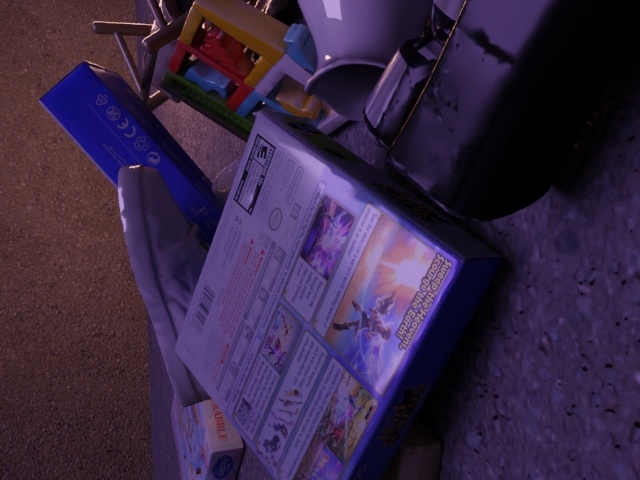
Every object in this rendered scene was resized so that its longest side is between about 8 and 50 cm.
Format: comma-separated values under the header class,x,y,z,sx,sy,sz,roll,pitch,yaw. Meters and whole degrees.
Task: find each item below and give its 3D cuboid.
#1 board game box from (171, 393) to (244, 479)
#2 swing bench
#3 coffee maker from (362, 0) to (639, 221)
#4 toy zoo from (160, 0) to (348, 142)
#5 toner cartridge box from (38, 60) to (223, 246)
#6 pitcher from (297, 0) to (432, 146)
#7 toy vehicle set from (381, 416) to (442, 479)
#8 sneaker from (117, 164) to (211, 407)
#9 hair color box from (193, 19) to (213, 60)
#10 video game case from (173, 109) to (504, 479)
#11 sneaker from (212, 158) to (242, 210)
class,x,y,z,sx,sy,sz,roll,pitch,yaw
board game box,-0.243,0.386,1.306,0.319,0.066,0.318,-114,32,-45
swing bench,-0.171,-0.320,0.907,0.165,0.254,0.253,66,158,0
coffee maker,0.112,-0.098,0.332,0.171,0.120,0.178,-112,30,-41
toy zoo,-0.070,-0.176,0.709,0.030,0.192,0.293,-63,16,-15
toner cartridge box,-0.190,-0.064,0.822,0.348,0.075,0.165,50,-178,-11
pitcher,0.042,-0.194,0.524,0.178,0.125,0.207,47,-139,-72
toy vehicle set,0.031,0.213,0.652,0.267,0.035,0.166,-145,57,-64
sneaker,-0.111,0.040,0.714,0.108,0.169,0.293,-101,-2,-67
hair color box,-0.226,-0.373,1.282,0.141,0.043,0.072,125,140,-54
video game case,-0.009,0.062,0.548,0.244,0.061,0.269,41,118,37
sneaker,0.000,0.000,0.699,0.256,0.094,0.151,25,156,44
